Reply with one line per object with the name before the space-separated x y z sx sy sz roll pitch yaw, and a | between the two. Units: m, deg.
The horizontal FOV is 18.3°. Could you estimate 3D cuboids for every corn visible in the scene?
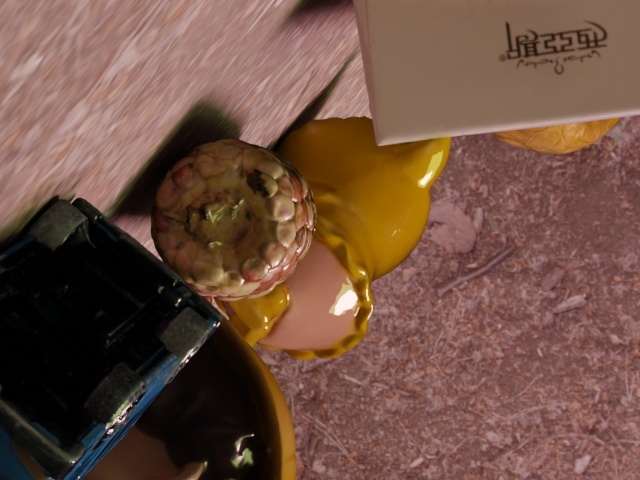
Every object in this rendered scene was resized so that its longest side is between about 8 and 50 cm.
corn | -0.044 -0.012 1.101 0.086 0.086 0.253 -51 180 2

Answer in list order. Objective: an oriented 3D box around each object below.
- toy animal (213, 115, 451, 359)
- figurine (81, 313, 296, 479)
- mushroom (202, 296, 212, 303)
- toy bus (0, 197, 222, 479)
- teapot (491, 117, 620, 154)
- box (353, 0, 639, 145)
toy animal | -0.002 0.003 1.411 0.230 0.156 0.156 -44 173 -41
figurine | -0.112 0.136 0.978 0.192 0.167 0.257 -12 -158 31
mushroom | -0.117 0.098 1.499 0.088 0.073 0.129 20 108 -44
toy bus | -0.119 0.059 0.797 0.106 0.090 0.185 -50 178 20
teapot | 0.164 -0.180 1.624 0.311 0.167 0.203 -13 117 -56
box | 0.142 -0.133 1.145 0.203 0.116 0.274 -8 -172 12
